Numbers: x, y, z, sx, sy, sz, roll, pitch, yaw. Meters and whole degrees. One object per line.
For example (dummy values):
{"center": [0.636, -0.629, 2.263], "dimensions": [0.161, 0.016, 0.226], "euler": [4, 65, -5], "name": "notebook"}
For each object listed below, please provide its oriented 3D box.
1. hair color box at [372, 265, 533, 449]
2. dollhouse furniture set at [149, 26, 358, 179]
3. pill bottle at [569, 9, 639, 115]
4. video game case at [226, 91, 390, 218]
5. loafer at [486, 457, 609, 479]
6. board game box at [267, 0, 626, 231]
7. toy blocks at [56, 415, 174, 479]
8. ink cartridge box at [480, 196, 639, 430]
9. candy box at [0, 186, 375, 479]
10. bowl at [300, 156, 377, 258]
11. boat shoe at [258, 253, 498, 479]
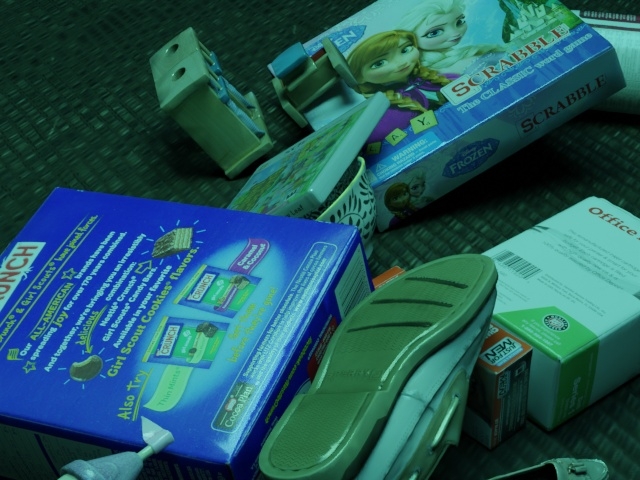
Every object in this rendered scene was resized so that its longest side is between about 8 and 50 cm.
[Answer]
{"center": [0.109, 0.103, 1.214], "dimensions": [0.053, 0.093, 0.167], "euler": [-30, 44, -34], "name": "hair color box"}
{"center": [-0.080, -0.194, 1.542], "dimensions": [0.184, 0.129, 0.129], "euler": [-36, 35, 11], "name": "dollhouse furniture set"}
{"center": [0.346, -0.218, 1.649], "dimensions": [0.221, 0.121, 0.121], "euler": [7, 36, 10], "name": "pill bottle"}
{"center": [-0.034, -0.060, 1.407], "dimensions": [0.193, 0.023, 0.212], "euler": [-29, 17, 36], "name": "video game case"}
{"center": [0.187, 0.203, 1.116], "dimensions": [0.125, 0.039, 0.045], "euler": [-14, 37, -19], "name": "loafer"}
{"center": [0.134, -0.192, 1.562], "dimensions": [0.319, 0.066, 0.318], "euler": [-31, 40, -3], "name": "board game box"}
{"center": [-0.129, 0.236, 0.835], "dimensions": [0.260, 0.309, 0.289], "euler": [-33, 47, -29], "name": "toy blocks"}
{"center": [0.239, 0.062, 1.272], "dimensions": [0.219, 0.092, 0.160], "euler": [-24, 42, -31], "name": "ink cartridge box"}
{"center": [-0.148, 0.092, 1.152], "dimensions": [0.317, 0.122, 0.268], "euler": [9, 46, 23], "name": "candy box"}
{"center": [0.000, 0.000, 1.351], "dimensions": [0.170, 0.080, 0.170], "euler": [-37, 13, 10], "name": "bowl"}
{"center": [0.060, 0.126, 1.082], "dimensions": [0.113, 0.103, 0.302], "euler": [0, 34, 41], "name": "boat shoe"}
